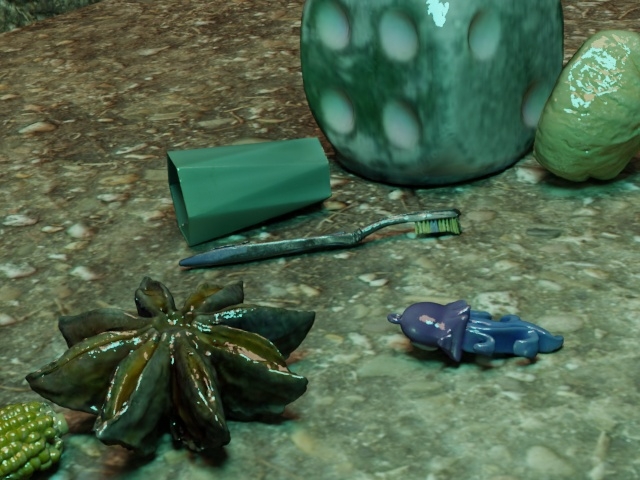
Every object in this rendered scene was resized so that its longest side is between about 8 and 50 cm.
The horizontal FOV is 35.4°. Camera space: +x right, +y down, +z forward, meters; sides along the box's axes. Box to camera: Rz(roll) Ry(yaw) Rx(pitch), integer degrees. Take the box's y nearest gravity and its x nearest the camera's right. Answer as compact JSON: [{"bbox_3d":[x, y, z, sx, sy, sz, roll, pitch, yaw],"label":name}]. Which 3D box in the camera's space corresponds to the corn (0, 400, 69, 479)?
[{"bbox_3d":[-0.388,0.246,1.012,0.288,0.086,0.086,-25,32,-27],"label":"corn"}]

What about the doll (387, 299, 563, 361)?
[{"bbox_3d":[0.179,0.106,1.164,0.206,0.067,0.110,8,15,7],"label":"doll"}]

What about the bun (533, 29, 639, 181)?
[{"bbox_3d":[0.428,-0.192,1.516,0.153,0.243,0.244,33,44,26],"label":"bun"}]

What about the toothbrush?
[{"bbox_3d":[0.000,0.000,1.446,0.414,0.042,0.035,-8,-10,0],"label":"toothbrush"}]

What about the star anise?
[{"bbox_3d":[-0.159,0.137,1.133,0.332,0.117,0.331,2,30,-1],"label":"star anise"}]

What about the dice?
[{"bbox_3d":[0.185,-0.301,1.667,0.330,0.348,0.328,-23,30,-39],"label":"dice"}]

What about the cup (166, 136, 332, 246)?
[{"bbox_3d":[-0.107,-0.082,1.549,0.236,0.148,0.134,-10,59,-16],"label":"cup"}]
